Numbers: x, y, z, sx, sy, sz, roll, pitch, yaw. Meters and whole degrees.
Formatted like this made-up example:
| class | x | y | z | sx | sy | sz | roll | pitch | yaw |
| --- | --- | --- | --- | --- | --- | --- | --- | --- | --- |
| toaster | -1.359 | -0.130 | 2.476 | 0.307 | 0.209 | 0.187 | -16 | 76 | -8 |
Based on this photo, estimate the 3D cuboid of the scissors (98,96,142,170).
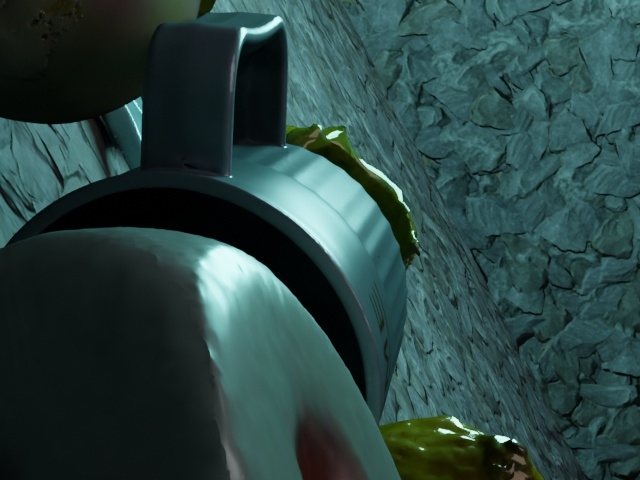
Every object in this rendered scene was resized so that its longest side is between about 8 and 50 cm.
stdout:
| class | x | y | z | sx | sy | sz | roll | pitch | yaw |
| --- | --- | --- | --- | --- | --- | --- | --- | --- | --- |
| scissors | -0.210 | -0.163 | 1.668 | 0.360 | 0.029 | 0.191 | 55 | 12 | -31 |

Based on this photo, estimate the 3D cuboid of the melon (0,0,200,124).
| class | x | y | z | sx | sy | sz | roll | pitch | yaw |
| --- | --- | --- | --- | --- | --- | --- | --- | --- | --- |
| melon | -0.200 | -0.190 | 1.308 | 0.223 | 0.223 | 0.317 | 67 | 12 | 7 |

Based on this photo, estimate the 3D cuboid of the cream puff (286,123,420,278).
| class | x | y | z | sx | sy | sz | roll | pitch | yaw |
| --- | --- | --- | --- | --- | --- | --- | --- | --- | --- |
| cream puff | 0.000 | 0.001 | 1.855 | 0.282 | 0.185 | 0.282 | 62 | 9 | -18 |

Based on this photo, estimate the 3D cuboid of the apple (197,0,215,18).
| class | x | y | z | sx | sy | sz | roll | pitch | yaw |
| --- | --- | --- | --- | --- | --- | --- | --- | --- | --- |
| apple | -0.176 | -0.357 | 1.831 | 0.346 | 0.179 | 0.254 | -103 | 175 | -49 |

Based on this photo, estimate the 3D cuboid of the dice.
| class | x | y | z | sx | sy | sz | roll | pitch | yaw |
| --- | --- | --- | --- | --- | --- | --- | --- | --- | --- |
| dice | -0.104 | 0.172 | 0.928 | 0.264 | 0.262 | 0.268 | 48 | 23 | -53 |

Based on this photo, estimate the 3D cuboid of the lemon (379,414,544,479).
| class | x | y | z | sx | sy | sz | roll | pitch | yaw |
| --- | --- | --- | --- | --- | --- | --- | --- | --- | --- |
| lemon | 0.063 | 0.263 | 1.369 | 0.253 | 0.310 | 0.253 | 30 | 26 | -17 |

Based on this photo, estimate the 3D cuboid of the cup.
| class | x | y | z | sx | sy | sz | roll | pitch | yaw |
| --- | --- | --- | --- | --- | --- | --- | --- | --- | --- |
| cup | -0.088 | 0.033 | 1.284 | 0.331 | 0.257 | 0.311 | 63 | 11 | -4 |
